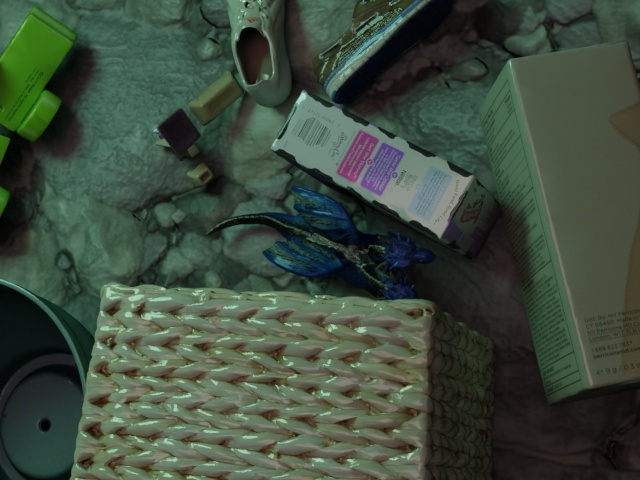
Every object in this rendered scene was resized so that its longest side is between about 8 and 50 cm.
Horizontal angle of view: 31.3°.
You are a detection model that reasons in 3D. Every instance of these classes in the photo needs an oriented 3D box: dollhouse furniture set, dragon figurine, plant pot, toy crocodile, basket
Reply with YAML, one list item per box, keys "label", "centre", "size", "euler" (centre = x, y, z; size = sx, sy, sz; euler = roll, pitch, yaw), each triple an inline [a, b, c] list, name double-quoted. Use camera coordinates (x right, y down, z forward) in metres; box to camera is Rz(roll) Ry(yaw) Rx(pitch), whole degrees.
- label: "dollhouse furniture set"
  centre: [-0.134, -0.132, 1.310]
  size: [0.114, 0.091, 0.081]
  euler: [-43, 26, -16]
- label: "dragon figurine"
  centre: [0.000, 0.000, 1.169]
  size: [0.289, 0.144, 0.085]
  euler: [23, 88, 21]
- label: "plant pot"
  centre: [-0.330, 0.194, 1.217]
  size: [0.293, 0.196, 0.293]
  euler: [-3, 80, 17]
- label: "toy crocodile"
  centre: [-0.401, -0.118, 1.352]
  size: [0.115, 0.105, 0.340]
  euler: [29, 89, -21]
- label: "basket"
  centre: [-0.014, 0.196, 1.045]
  size: [0.331, 0.328, 0.266]
  euler: [3, 79, 19]

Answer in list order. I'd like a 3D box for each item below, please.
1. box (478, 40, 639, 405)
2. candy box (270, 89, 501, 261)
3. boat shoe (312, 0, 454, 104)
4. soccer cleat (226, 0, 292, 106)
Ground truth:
- label: "box"
  centre: [0.250, -0.013, 1.075]
  size: [0.121, 0.148, 0.311]
  euler: [-10, 78, -6]
- label: "candy box"
  centre: [0.071, -0.061, 1.146]
  size: [0.196, 0.165, 0.070]
  euler: [29, 91, 21]
- label: "boat shoe"
  centre: [0.064, -0.231, 1.230]
  size: [0.183, 0.066, 0.066]
  euler: [-40, 70, 8]
- label: "soccer cleat"
  centre: [-0.072, -0.244, 1.272]
  size: [0.068, 0.076, 0.196]
  euler: [-16, 75, 15]
